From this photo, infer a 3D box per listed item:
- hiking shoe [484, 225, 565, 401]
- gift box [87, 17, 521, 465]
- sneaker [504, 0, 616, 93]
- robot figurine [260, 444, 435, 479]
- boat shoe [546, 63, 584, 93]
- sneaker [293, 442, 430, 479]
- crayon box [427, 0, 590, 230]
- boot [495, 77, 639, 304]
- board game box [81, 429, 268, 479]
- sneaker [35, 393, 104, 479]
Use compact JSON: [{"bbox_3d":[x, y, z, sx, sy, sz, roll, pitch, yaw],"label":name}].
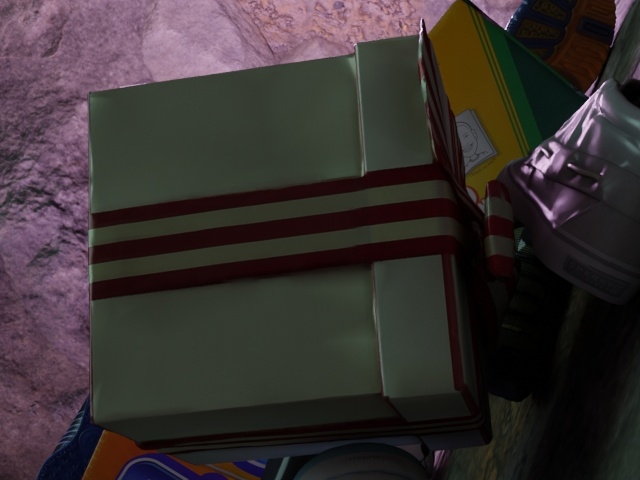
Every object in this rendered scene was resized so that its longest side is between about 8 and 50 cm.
[{"bbox_3d":[0.151,0.044,1.012,0.227,0.086,0.114,-63,-9,-69],"label":"hiking shoe"},{"bbox_3d":[0.000,0.000,0.835,0.255,0.258,0.276,48,-143,-74],"label":"gift box"},{"bbox_3d":[0.223,-0.147,1.352,0.131,0.112,0.296,88,-155,-86],"label":"sneaker"},{"bbox_3d":[0.015,0.288,1.312,0.209,0.174,0.278,131,162,-77],"label":"robot figurine"},{"bbox_3d":[0.172,-0.018,1.190,0.098,0.109,0.302,13,-84,-69],"label":"boat shoe"},{"bbox_3d":[0.022,0.314,0.820,0.208,0.127,0.319,-100,9,-58],"label":"sneaker"},{"bbox_3d":[0.104,-0.054,1.121,0.278,0.165,0.081,-50,-22,11],"label":"crayon box"},{"bbox_3d":[0.193,-0.050,0.853,0.123,0.095,0.258,-62,9,13],"label":"boot"},{"bbox_3d":[-0.095,0.320,1.605,0.356,0.356,0.356,107,-175,-74],"label":"board game box"},{"bbox_3d":[-0.306,0.274,1.681,0.232,0.081,0.090,-61,-5,-7],"label":"sneaker"}]
